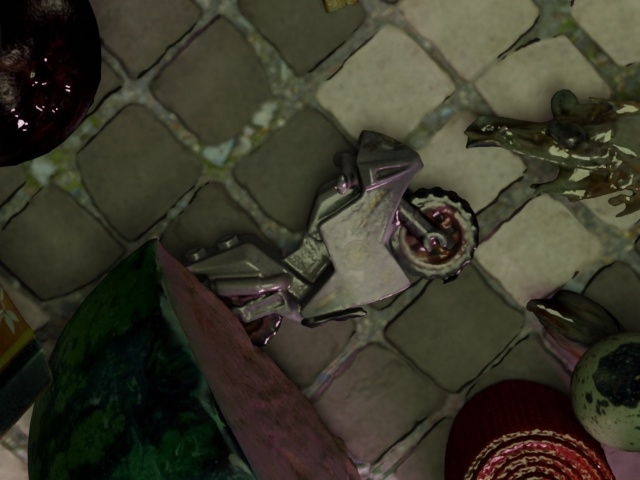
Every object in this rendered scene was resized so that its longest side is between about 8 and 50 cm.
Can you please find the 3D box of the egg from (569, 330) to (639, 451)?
[{"bbox_3d":[0.223,0.106,1.346,0.085,0.110,0.085,-1,93,-27],"label":"egg"}]

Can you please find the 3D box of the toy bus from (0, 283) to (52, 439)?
[{"bbox_3d":[-0.334,0.109,1.299,0.275,0.138,0.167,-27,102,23],"label":"toy bus"}]

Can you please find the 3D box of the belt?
[{"bbox_3d":[0.160,0.213,1.402,0.128,0.124,0.201,-14,105,3],"label":"belt"}]

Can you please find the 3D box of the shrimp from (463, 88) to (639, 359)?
[{"bbox_3d":[0.255,0.006,1.383,0.360,0.085,0.247,23,109,-13],"label":"shrimp"}]

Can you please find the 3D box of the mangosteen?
[{"bbox_3d":[-0.223,-0.125,1.289,0.152,0.152,0.152,-1,105,-3],"label":"mangosteen"}]

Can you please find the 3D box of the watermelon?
[{"bbox_3d":[-0.086,0.220,1.320,0.222,0.292,0.319,-27,135,15],"label":"watermelon"}]

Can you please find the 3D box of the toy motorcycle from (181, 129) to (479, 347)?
[{"bbox_3d":[0.000,0.000,1.360,0.215,0.080,0.122,-21,105,7],"label":"toy motorcycle"}]

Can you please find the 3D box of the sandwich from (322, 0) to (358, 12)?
[{"bbox_3d":[0.012,-0.197,1.327,0.031,0.044,0.083,-13,107,-5],"label":"sandwich"}]
